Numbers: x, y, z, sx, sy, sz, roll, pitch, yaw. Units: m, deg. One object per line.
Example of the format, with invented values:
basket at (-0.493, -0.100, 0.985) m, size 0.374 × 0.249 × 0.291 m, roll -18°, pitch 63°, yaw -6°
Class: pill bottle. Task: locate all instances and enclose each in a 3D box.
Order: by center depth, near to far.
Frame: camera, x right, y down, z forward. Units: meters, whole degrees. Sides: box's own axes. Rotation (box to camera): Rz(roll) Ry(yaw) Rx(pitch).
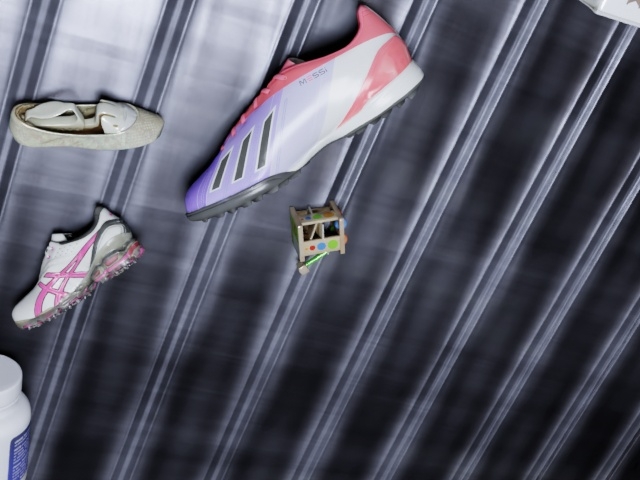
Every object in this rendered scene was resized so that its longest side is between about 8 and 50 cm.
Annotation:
pill bottle at (-0.423, 0.240, 1.153) m, size 0.112 × 0.112 × 0.187 m, roll 4°, pitch 118°, yaw -18°

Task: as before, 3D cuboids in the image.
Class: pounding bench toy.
pounding bench toy at (0.000, 0.000, 1.161) m, size 0.065 × 0.052 × 0.083 m, roll -9°, pitch 122°, yaw -10°

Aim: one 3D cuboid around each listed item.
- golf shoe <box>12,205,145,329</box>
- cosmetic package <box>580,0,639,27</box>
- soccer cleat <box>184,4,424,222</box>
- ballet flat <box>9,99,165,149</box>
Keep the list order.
golf shoe at (-0.302, 0.034, 1.101) m, size 0.186 × 0.067 × 0.086 m, roll -36°, pitch 94°, yaw 10°
cosmetic package at (0.270, -0.330, 0.853) m, size 0.155 × 0.365 × 0.197 m, roll 12°, pitch 117°, yaw -21°
soccer cleat at (-0.039, -0.138, 1.052) m, size 0.318 × 0.108 × 0.116 m, roll -34°, pitch 102°, yaw 8°
ballet flat at (-0.255, -0.129, 1.008) m, size 0.168 × 0.057 × 0.052 m, roll -6°, pitch 150°, yaw -12°
